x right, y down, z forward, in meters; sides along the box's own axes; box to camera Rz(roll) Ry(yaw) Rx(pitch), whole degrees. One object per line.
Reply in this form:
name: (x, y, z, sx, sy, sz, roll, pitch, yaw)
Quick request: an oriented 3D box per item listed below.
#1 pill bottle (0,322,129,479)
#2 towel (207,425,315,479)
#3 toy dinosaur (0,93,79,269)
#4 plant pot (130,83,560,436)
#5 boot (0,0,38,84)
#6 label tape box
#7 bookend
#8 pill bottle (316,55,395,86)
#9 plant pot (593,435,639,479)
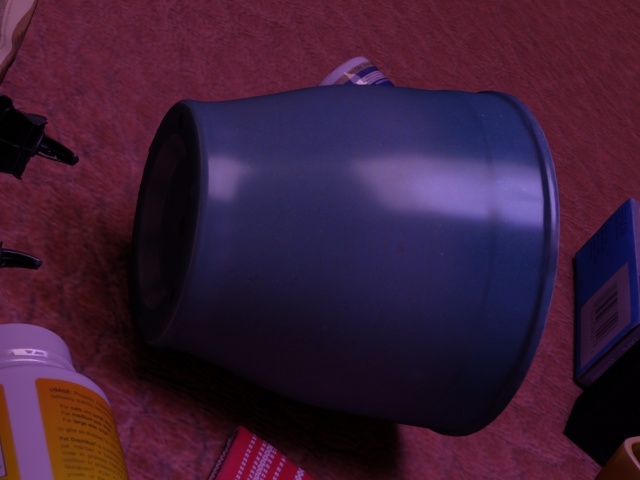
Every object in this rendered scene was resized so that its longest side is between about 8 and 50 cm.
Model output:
pill bottle: (-0.165, 0.154, 0.828, 0.117, 0.117, 0.215, 15, 39, -36)
towel: (0.027, 0.258, 0.988, 0.275, 0.031, 0.199, 36, 30, -5)
toy dinosaur: (-0.275, -0.064, 0.875, 0.218, 0.164, 0.322, 28, 41, 21)
plant pot: (0.000, 0.000, 1.093, 0.255, 0.271, 0.271, 9, 40, -21)
boot: (-0.332, -0.170, 1.097, 0.203, 0.095, 0.262, 28, 35, -16)
label tape box: (0.427, 0.132, 1.519, 0.334, 0.106, 0.240, 33, 31, -11)
bookend: (0.336, 0.162, 1.328, 0.156, 0.157, 0.072, 40, 31, 1)
pill bottle: (0.067, -0.093, 1.431, 0.169, 0.094, 0.094, 46, 31, 11)
plant pot: (0.278, 0.278, 1.081, 0.212, 0.187, 0.212, 0, 48, -48)
